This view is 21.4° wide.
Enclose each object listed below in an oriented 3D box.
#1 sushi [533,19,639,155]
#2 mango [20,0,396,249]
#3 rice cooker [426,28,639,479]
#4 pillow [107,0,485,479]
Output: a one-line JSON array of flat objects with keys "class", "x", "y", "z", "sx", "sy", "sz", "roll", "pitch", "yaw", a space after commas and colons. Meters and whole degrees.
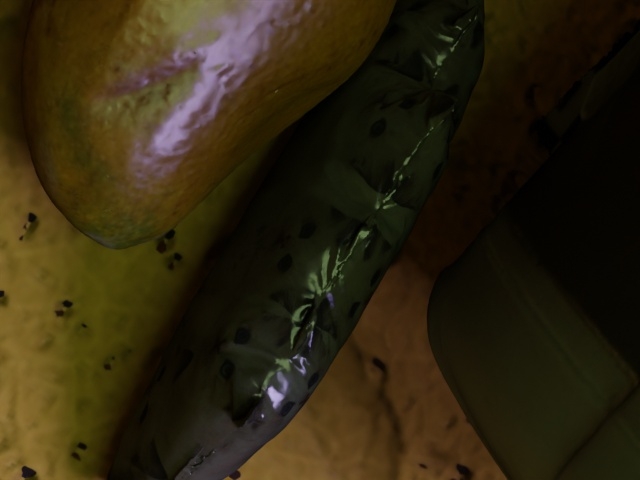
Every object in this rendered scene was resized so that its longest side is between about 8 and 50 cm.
[{"class": "sushi", "x": 0.193, "y": -0.016, "z": 0.733, "sx": 0.139, "sy": 0.031, "sz": 0.201, "roll": -44, "pitch": 116, "yaw": -16}, {"class": "mango", "x": -0.040, "y": -0.082, "z": 0.568, "sx": 0.165, "sy": 0.089, "sz": 0.115, "roll": -41, "pitch": 124, "yaw": -14}, {"class": "rice cooker", "x": 0.220, "y": 0.042, "z": 0.574, "sx": 0.335, "sy": 0.335, "sz": 0.325, "roll": 36, "pitch": 103, "yaw": -28}, {"class": "pillow", "x": 0.000, "y": 0.001, "z": 0.595, "sx": 0.051, "sy": 0.093, "sz": 0.241, "roll": 35, "pitch": 81, "yaw": -14}]
